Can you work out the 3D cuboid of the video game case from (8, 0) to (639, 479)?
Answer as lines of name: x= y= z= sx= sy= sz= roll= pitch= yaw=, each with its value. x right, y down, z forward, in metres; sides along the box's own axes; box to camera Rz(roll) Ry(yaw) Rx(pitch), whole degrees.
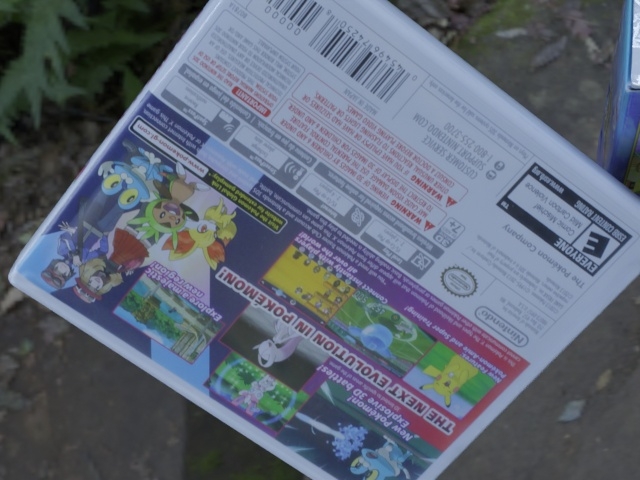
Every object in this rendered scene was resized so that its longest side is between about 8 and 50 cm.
video game case: x=0.007 y=0.004 z=0.514 sx=0.201 sy=0.023 sz=0.183 roll=35 pitch=111 yaw=-15

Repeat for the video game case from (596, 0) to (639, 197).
video game case: x=0.249 y=-0.047 z=0.556 sx=0.244 sy=0.269 sz=0.061 roll=1 pitch=78 yaw=9
